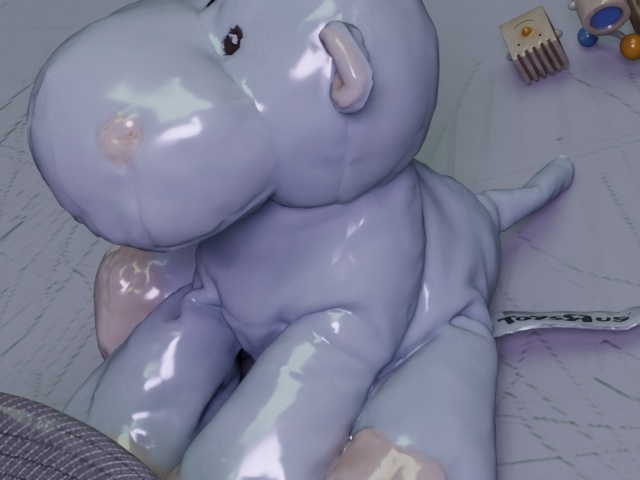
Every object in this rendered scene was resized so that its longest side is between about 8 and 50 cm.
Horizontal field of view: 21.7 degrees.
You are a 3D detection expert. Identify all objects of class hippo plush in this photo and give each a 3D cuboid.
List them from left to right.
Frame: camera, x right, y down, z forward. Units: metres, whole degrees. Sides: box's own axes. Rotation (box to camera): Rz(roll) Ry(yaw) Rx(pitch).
[{"bbox_3d":[0.000,0.000,0.725,0.294,0.236,0.234,-16,45,-2],"label":"hippo plush"}]

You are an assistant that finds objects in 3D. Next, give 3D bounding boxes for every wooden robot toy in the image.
[{"bbox_3d":[0.191,-0.117,0.915,0.173,0.076,0.079,-14,56,0],"label":"wooden robot toy"}]

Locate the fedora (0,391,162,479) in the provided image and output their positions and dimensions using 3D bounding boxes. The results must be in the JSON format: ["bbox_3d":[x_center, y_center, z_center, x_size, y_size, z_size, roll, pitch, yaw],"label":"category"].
[{"bbox_3d":[-0.121,0.198,0.555,0.243,0.124,0.275,-31,55,-11],"label":"fedora"}]
